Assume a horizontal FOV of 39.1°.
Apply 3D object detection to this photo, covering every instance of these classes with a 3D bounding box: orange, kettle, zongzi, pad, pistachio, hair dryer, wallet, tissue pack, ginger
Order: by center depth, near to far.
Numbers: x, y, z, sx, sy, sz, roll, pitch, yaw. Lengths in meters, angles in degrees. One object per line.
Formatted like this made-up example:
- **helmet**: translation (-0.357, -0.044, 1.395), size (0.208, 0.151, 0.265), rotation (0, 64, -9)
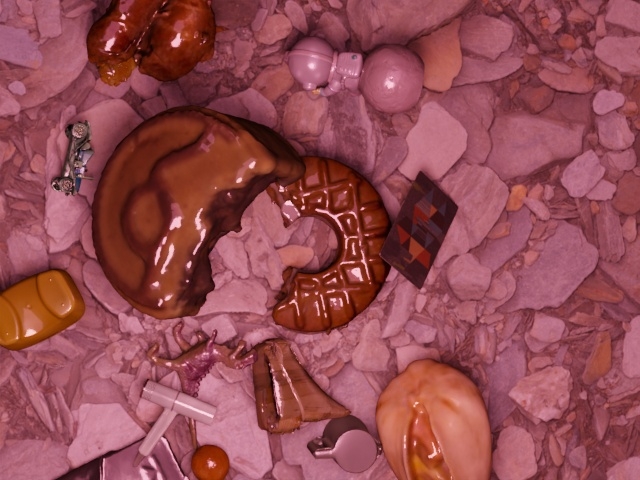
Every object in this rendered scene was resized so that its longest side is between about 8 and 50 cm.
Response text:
- **tissue pack**: translation (-0.557, 0.136, 1.769), size (0.178, 0.127, 0.123), rotation (-28, 85, -8)
- **ginger**: translation (-0.288, -0.509, 1.795), size (0.254, 0.176, 0.419), rotation (20, 82, -20)
- **hair dryer**: translation (-0.308, 0.386, 1.796), size (0.154, 0.044, 0.183), rotation (22, 93, -1)
- **pistachio**: translation (0.233, 0.396, 1.804), size (0.229, 0.238, 0.321), rotation (-16, 84, 27)
- **wallet**: translation (-0.441, 0.541, 1.808), size (0.377, 0.051, 0.197), rotation (-25, 92, -9)
- **kettle**: translation (0.049, 0.407, 1.821), size (0.126, 0.148, 0.098), rotation (29, 86, -5)
- **orange**: translation (-0.223, 0.455, 1.826), size (0.085, 0.085, 0.085), rotation (0, 88, -7)
- **zongzi**: translation (-0.041, 0.289, 1.845), size (0.197, 0.099, 0.195), rotation (-7, 83, -20)
- **pad**: translation (0.207, -0.021, 1.866), size (0.143, 0.003, 0.211), rotation (39, 67, -31)

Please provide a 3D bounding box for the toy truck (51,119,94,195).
- **toy truck**: translation (-0.483, -0.162, 1.811), size (0.078, 0.080, 0.154), rotation (15, 87, -28)

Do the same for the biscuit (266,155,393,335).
- **biscuit**: translation (0.018, 0.007, 1.846), size (0.268, 0.115, 0.367), rotation (-6, 90, -6)

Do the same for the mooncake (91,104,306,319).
- **mooncake**: translation (-0.233, -0.050, 1.710), size (0.393, 0.246, 0.394), rotation (-5, 84, 20)

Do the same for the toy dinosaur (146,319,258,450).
- **toy dinosaur**: translation (-0.256, 0.273, 1.821), size (0.199, 0.072, 0.251), rotation (39, 94, 4)

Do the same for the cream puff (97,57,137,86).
- **cream puff**: translation (-0.418, -0.355, 1.834), size (0.058, 0.083, 0.083), rotation (12, 101, 37)

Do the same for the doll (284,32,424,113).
- **doll**: translation (0.066, -0.349, 1.850), size (0.287, 0.151, 0.151), rotation (11, 87, -3)
